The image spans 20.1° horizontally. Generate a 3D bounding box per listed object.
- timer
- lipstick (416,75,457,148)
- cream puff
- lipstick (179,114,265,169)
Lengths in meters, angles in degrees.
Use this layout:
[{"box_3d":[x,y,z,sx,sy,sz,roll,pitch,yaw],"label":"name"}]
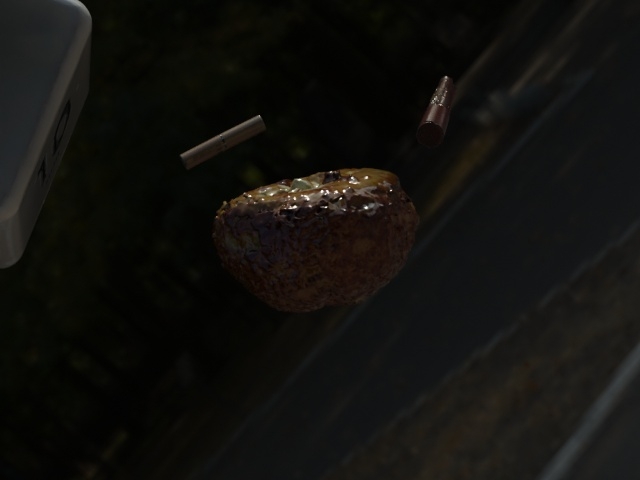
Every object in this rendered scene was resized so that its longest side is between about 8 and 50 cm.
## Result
[{"box_3d":[-0.304,-0.109,1.457,0.195,0.194,0.192,126,164,-75],"label":"timer"},{"box_3d":[0.114,-0.126,1.743,0.027,0.027,0.176,-49,6,21],"label":"lipstick"},{"box_3d":[-0.001,0.000,2.047,0.240,0.164,0.240,-18,8,3],"label":"cream puff"},{"box_3d":[-0.101,-0.102,1.882,0.094,0.019,0.019,-28,-3,-9],"label":"lipstick"}]
